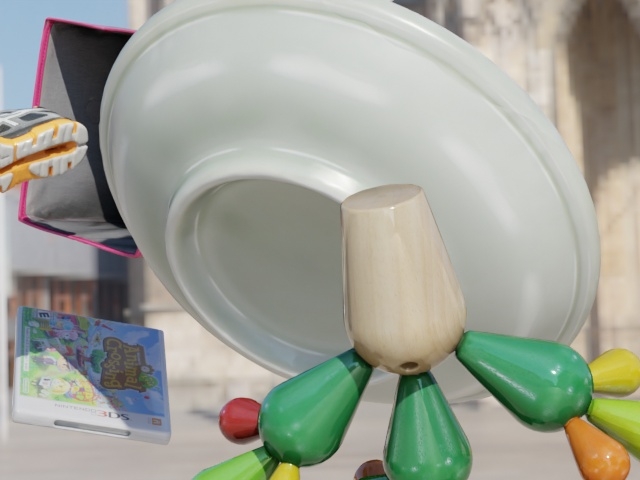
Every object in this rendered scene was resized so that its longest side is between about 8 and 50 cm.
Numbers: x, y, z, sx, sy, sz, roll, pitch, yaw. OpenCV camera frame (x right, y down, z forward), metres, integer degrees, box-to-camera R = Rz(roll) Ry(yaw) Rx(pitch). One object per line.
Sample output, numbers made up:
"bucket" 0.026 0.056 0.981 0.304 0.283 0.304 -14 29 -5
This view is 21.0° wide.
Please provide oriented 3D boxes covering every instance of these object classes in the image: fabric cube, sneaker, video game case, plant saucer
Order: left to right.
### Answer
"sneaker" -0.361 -0.097 1.874 0.215 0.084 0.083 -14 38 -38
"video game case" -0.286 0.166 2.159 0.193 0.023 0.212 11 32 -15
"fabric cube" -0.172 -0.116 2.063 0.258 0.254 0.259 4 8 -43
"plant saucer" 0.000 0.000 1.269 0.400 0.400 0.100 -5 37 33

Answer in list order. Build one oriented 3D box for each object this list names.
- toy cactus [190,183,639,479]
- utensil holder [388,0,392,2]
"toy cactus" 0.047 0.064 0.715 0.219 0.180 0.112 -5 18 20
"utensil holder" -0.075 -0.432 1.963 0.327 0.327 0.385 0 18 -23
